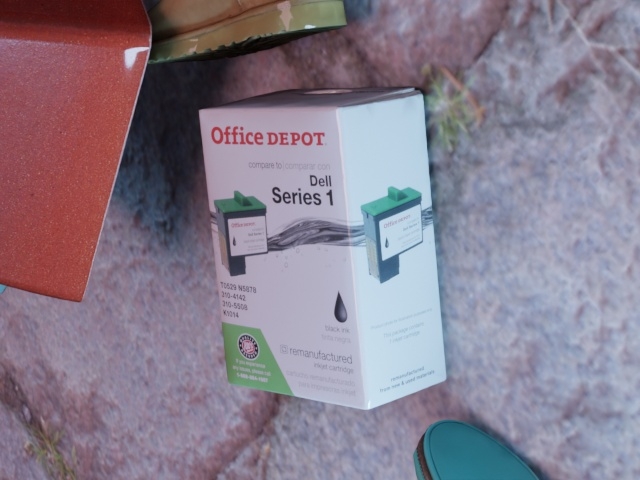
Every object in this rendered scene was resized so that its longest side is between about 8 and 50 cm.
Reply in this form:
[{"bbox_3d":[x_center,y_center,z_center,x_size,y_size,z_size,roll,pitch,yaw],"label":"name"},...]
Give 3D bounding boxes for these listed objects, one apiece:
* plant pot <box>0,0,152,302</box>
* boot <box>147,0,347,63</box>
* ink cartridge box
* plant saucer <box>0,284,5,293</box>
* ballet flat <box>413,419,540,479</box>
[{"bbox_3d":[-0.303,-0.136,1.172,0.267,0.235,0.267,-114,35,-49],"label":"plant pot"},{"bbox_3d":[-0.075,-0.278,1.076,0.236,0.089,0.270,-6,94,44],"label":"boot"},{"bbox_3d":[0.000,0.000,1.057,0.160,0.092,0.219,3,104,46],"label":"ink cartridge box"},{"bbox_3d":[-0.373,-0.038,1.500,0.067,0.018,0.192,-46,66,43],"label":"plant saucer"},{"bbox_3d":[0.147,0.228,0.976,0.247,0.083,0.087,40,141,35],"label":"ballet flat"}]
